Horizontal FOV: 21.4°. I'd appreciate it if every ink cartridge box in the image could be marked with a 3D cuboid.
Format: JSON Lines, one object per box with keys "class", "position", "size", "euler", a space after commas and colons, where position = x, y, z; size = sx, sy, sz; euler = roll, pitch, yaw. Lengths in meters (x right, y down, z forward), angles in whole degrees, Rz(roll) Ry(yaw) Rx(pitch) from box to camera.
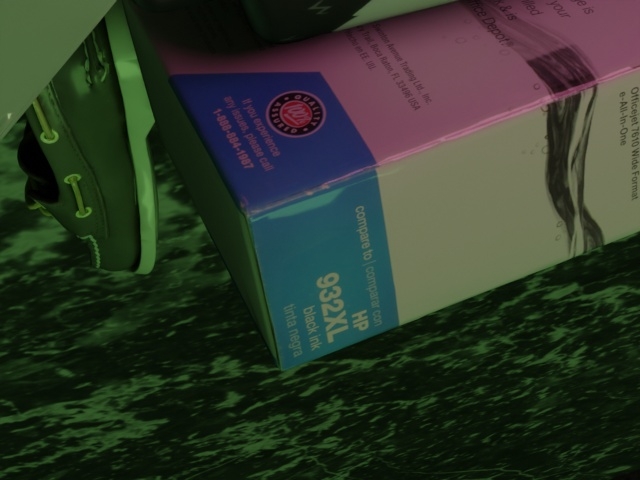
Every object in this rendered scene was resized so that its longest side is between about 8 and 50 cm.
{"class": "ink cartridge box", "position": [0.072, -0.092, 0.943], "size": [0.307, 0.223, 0.129], "euler": [-21, 134, -10]}

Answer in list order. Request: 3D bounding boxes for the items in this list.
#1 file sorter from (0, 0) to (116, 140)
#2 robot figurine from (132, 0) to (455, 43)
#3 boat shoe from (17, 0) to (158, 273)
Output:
{"class": "file sorter", "position": [-0.190, -0.183, 0.730], "size": [0.192, 0.173, 0.277], "euler": [4, 152, -36]}
{"class": "robot figurine", "position": [0.031, -0.193, 0.836], "size": [0.278, 0.209, 0.173], "euler": [-15, 145, 2]}
{"class": "boat shoe", "position": [-0.158, -0.066, 1.126], "size": [0.091, 0.109, 0.305], "euler": [-10, 152, -9]}
